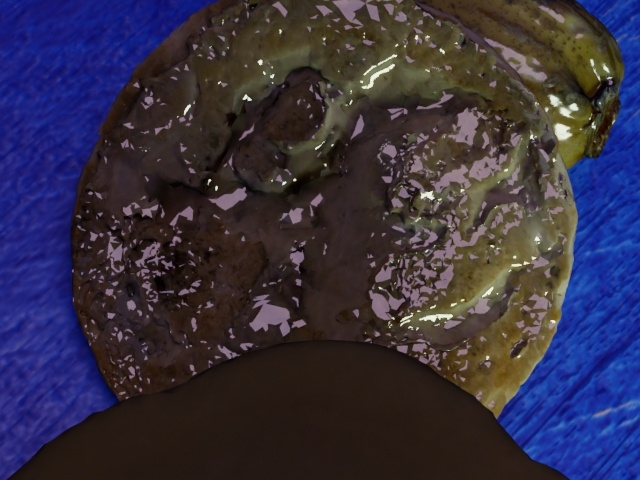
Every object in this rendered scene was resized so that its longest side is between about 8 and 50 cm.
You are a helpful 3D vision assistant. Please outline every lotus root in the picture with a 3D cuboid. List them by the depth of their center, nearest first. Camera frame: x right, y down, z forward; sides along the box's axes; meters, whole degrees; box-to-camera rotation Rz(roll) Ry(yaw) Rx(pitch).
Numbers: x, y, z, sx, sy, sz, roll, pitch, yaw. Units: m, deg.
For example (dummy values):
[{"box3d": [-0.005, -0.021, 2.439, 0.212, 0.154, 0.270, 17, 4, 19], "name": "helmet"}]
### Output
[{"box3d": [0.109, -0.154, 1.335, 0.278, 0.154, 0.154, 30, 66, 4], "name": "lotus root"}]

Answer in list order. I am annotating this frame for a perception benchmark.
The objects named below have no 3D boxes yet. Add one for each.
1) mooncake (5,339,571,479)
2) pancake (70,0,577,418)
[{"box3d": [-0.004, 0.306, 1.023, 0.467, 0.262, 0.467, -4, 65, 9], "name": "mooncake"}, {"box3d": [0.000, -0.001, 1.238, 0.386, 0.082, 0.387, 0, 86, 5], "name": "pancake"}]
